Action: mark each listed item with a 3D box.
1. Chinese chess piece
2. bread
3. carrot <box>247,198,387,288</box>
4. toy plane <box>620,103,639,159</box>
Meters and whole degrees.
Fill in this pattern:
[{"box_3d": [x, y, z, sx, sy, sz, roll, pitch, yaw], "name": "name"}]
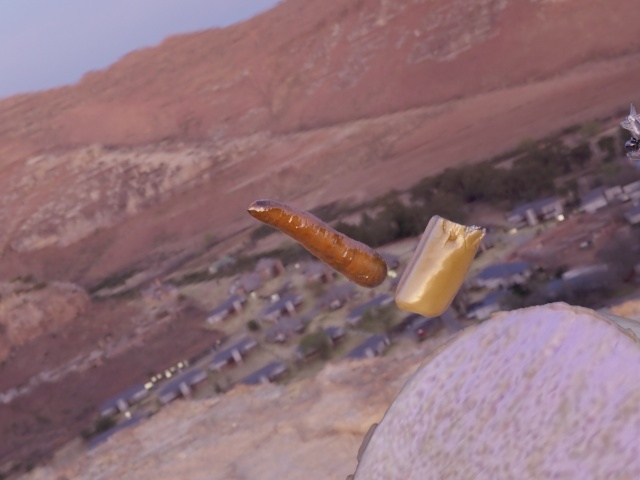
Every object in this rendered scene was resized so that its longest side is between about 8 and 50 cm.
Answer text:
[{"box_3d": [0.120, 0.168, 0.515, 0.270, 0.112, 0.270, -39, 34, 34], "name": "Chinese chess piece"}, {"box_3d": [0.189, 0.042, 1.510, 0.173, 0.085, 0.134, -63, 3, 5], "name": "bread"}, {"box_3d": [0.000, 0.000, 1.080, 0.047, 0.191, 0.047, -38, 35, 33], "name": "carrot"}, {"box_3d": [0.333, -0.097, 0.974, 0.031, 0.083, 0.078, -13, 30, 50], "name": "toy plane"}]
